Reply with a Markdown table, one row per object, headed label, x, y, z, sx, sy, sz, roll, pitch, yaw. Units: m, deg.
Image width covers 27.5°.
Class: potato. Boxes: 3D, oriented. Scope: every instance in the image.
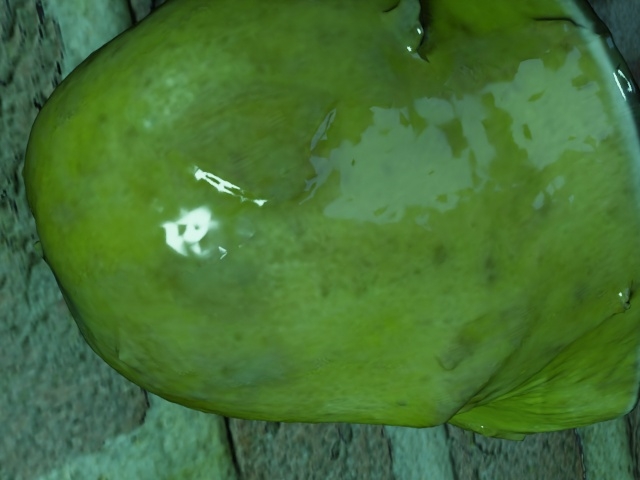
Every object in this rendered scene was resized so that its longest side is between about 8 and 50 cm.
| label | x | y | z | sx | sy | sz | roll | pitch | yaw |
| --- | --- | --- | --- | --- | --- | --- | --- | --- | --- |
| potato | 0.000 | 0.000 | 0.746 | 0.296 | 0.290 | 0.397 | -24 | 153 | -11 |
